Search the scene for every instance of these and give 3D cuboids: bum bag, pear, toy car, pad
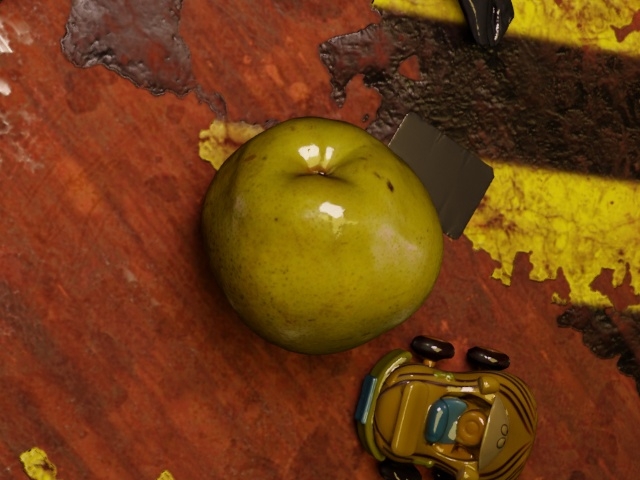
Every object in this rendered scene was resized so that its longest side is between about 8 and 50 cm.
[{"bbox_3d":[0.181,-0.364,1.659,0.248,0.060,0.123,56,31,-18],"label":"bum bag"},{"bbox_3d":[0.000,0.000,1.536,0.294,0.294,0.294,-2,96,-21],"label":"pear"},{"bbox_3d":[0.177,0.235,1.697,0.248,0.142,0.200,11,92,-20],"label":"toy car"},{"bbox_3d":[0.150,-0.085,1.730,0.157,0.003,0.112,33,83,-21],"label":"pad"}]
